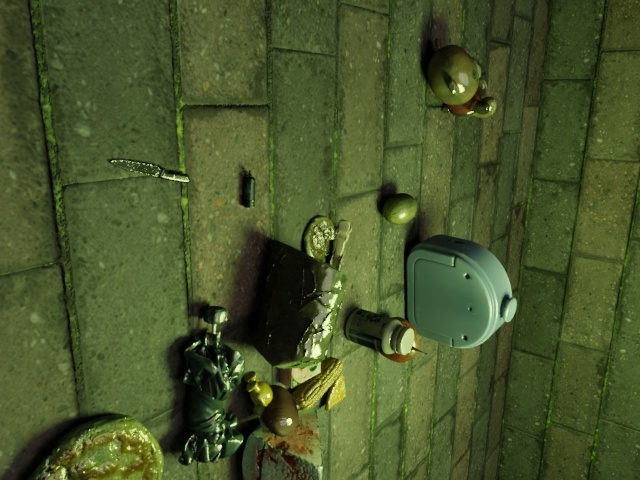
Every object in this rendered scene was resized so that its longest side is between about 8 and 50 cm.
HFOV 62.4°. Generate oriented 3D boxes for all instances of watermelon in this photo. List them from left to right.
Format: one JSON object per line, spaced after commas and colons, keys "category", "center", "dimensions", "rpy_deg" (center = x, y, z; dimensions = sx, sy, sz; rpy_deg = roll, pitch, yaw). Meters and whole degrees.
{"category": "watermelon", "center": [-0.055, 0.564, 1.355], "dimensions": [0.261, 0.201, 0.213], "rpy_deg": [-9, 106, -54]}

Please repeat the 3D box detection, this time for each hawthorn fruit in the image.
{"category": "hawthorn fruit", "center": [0.254, 0.330, 1.730], "dimensions": [0.189, 0.149, 0.149], "rpy_deg": [-137, -124, -84]}

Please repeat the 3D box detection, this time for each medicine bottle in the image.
{"category": "medicine bottle", "center": [0.178, 0.277, 1.587], "dimensions": [0.107, 0.191, 0.107], "rpy_deg": [-19, 114, -49]}

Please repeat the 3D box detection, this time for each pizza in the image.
{"category": "pizza", "center": [0.049, 0.468, 1.611], "dimensions": [0.108, 0.026, 0.123], "rpy_deg": [49, 59, -50]}

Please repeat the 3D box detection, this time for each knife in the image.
{"category": "knife", "center": [-0.311, -0.130, 0.980], "dimensions": [0.170, 0.010, 0.023], "rpy_deg": [7, 94, -52]}

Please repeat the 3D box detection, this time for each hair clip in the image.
{"category": "hair clip", "center": [0.047, 0.052, 1.476], "dimensions": [0.072, 0.034, 0.226], "rpy_deg": [-15, 119, -78]}

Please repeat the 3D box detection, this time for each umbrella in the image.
{"category": "umbrella", "center": [-0.232, 0.316, 1.143], "dimensions": [0.143, 0.094, 0.349], "rpy_deg": [-2, 99, -57]}

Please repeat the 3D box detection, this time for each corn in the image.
{"category": "corn", "center": [-0.008, 0.401, 1.481], "dimensions": [0.207, 0.068, 0.068], "rpy_deg": [-36, 127, -41]}

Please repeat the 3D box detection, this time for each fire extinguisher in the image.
{"category": "fire extinguisher", "center": [-0.157, -0.116, 1.176], "dimensions": [0.038, 0.025, 0.083], "rpy_deg": [-87, 180, -78]}

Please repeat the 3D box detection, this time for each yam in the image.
{"category": "yam", "center": [-0.051, 0.168, 1.267], "dimensions": [0.202, 0.201, 0.271], "rpy_deg": [25, 86, -52]}

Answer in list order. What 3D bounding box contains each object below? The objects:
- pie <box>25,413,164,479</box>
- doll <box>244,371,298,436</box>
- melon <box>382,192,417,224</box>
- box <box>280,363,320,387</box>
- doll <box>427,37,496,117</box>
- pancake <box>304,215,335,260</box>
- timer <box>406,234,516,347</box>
{"category": "pie", "center": [-0.415, 0.466, 0.967], "dimensions": [0.302, 0.067, 0.302], "rpy_deg": [-17, 112, -48]}
{"category": "doll", "center": [-0.124, 0.398, 1.302], "dimensions": [0.096, 0.145, 0.188], "rpy_deg": [-36, 95, 0]}
{"category": "melon", "center": [0.247, -0.099, 1.652], "dimensions": [0.130, 0.098, 0.098], "rpy_deg": [-22, 117, -43]}
{"category": "box", "center": [-0.052, 0.331, 1.423], "dimensions": [0.125, 0.043, 0.089], "rpy_deg": [-15, 112, -50]}
{"category": "doll", "center": [0.459, -0.519, 1.764], "dimensions": [0.330, 0.174, 0.235], "rpy_deg": [28, 47, -55]}
{"category": "pancake", "center": [-0.004, -0.003, 1.411], "dimensions": [0.116, 0.022, 0.129], "rpy_deg": [33, 68, -52]}
{"category": "timer", "center": [0.483, 0.182, 1.809], "dimensions": [0.173, 0.395, 0.395], "rpy_deg": [-23, 118, -43]}
